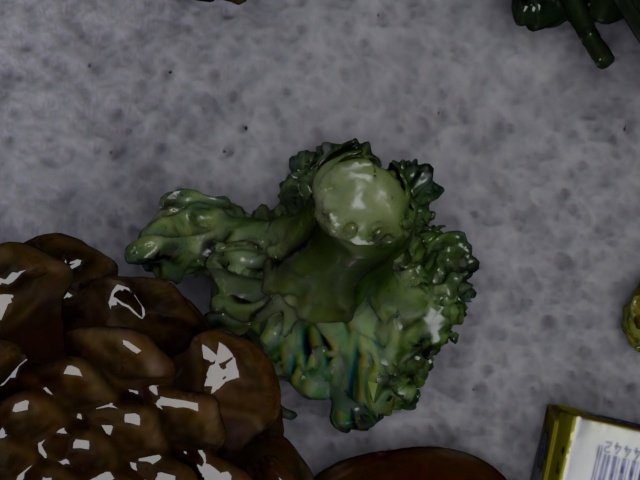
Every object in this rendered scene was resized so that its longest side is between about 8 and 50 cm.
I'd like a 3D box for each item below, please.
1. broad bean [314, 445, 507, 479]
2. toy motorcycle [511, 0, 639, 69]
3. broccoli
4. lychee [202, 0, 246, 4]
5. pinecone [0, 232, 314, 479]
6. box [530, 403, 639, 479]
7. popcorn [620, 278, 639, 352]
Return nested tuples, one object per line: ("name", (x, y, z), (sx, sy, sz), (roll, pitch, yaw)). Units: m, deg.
("broad bean", (0.048, 0.192, 1.102), (0.165, 0.084, 0.114), (-3, 108, -8))
("toy motorcycle", (0.243, -0.155, 1.034), (0.275, 0.127, 0.205), (-12, 51, -12))
("broccoli", (-0.016, -0.005, 1.005), (0.198, 0.275, 0.177), (19, 75, 19))
("lychee", (-0.085, -0.329, 0.997), (0.270, 0.270, 0.320), (-4, 54, -1))
("pinecone", (-0.186, 0.169, 0.955), (0.384, 0.384, 0.384), (0, 92, -2))
("box", (0.259, 0.214, 1.098), (0.265, 0.097, 0.168), (12, 91, -1))
("popcorn", (0.235, 0.054, 1.112), (0.068, 0.059, 0.083), (-27, 101, -1))
